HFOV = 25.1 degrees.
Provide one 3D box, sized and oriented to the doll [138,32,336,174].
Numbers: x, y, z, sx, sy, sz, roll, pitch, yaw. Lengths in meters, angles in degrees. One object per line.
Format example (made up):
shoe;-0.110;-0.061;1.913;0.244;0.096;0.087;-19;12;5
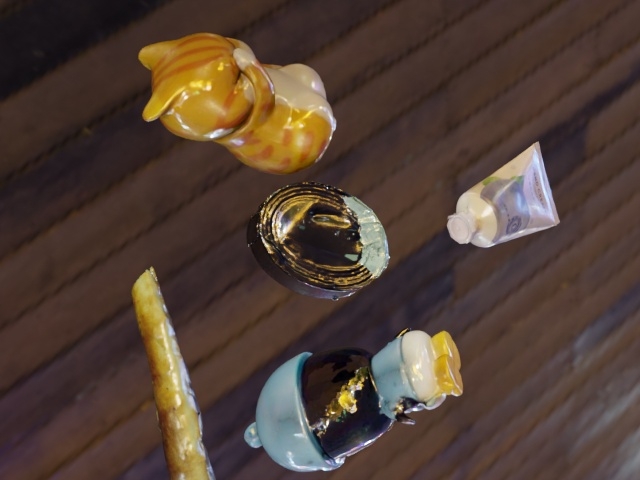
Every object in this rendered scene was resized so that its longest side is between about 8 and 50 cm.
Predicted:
doll;-0.104;-0.186;1.939;0.270;0.166;0.162;29;116;-35

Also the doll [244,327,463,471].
doll;0.036;0.213;1.901;0.314;0.177;0.141;-21;128;19

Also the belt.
belt;0.000;0.000;1.995;0.151;0.198;0.078;-70;-169;-17

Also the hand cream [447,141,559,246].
hand cream;0.176;-0.034;1.357;0.142;0.053;0.084;-25;104;-37

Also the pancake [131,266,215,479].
pancake;-0.216;0.248;2.075;0.067;0.305;0.426;-16;116;-11
